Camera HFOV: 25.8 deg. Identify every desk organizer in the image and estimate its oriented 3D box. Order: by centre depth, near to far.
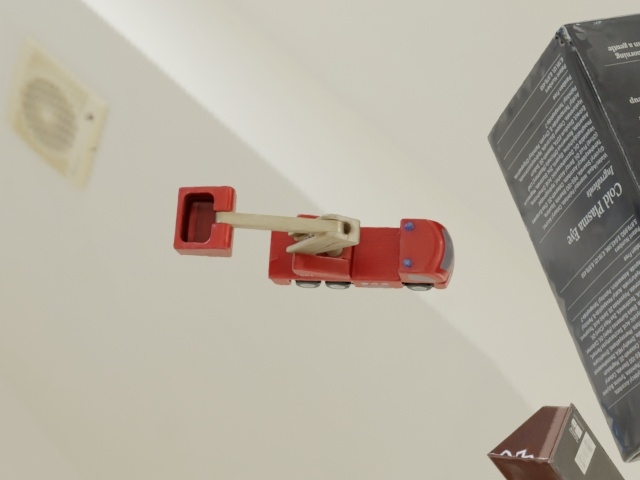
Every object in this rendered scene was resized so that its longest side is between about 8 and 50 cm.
[{"bbox_3d":[0.168,0.165,0.949,0.050,0.047,0.130,-1,-41,40],"label":"desk organizer"}]

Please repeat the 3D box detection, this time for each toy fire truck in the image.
[{"bbox_3d":[0.000,0.000,1.025,0.135,0.192,0.047,57,36,-74],"label":"toy fire truck"}]

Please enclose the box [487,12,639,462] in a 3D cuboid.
[{"bbox_3d":[0.364,-0.023,1.145,0.179,0.343,0.312,118,-42,-59],"label":"box"}]
